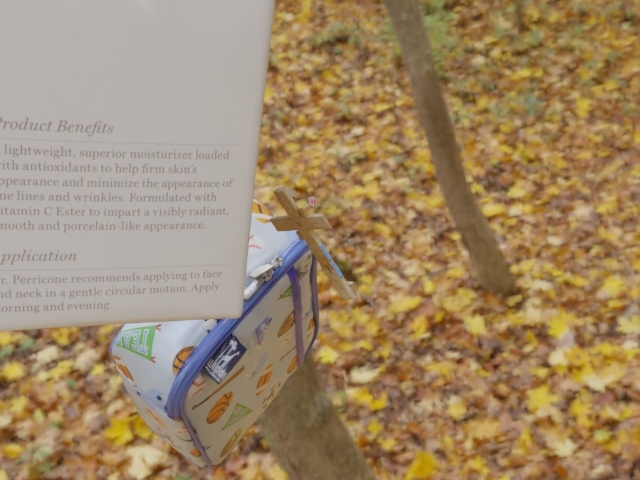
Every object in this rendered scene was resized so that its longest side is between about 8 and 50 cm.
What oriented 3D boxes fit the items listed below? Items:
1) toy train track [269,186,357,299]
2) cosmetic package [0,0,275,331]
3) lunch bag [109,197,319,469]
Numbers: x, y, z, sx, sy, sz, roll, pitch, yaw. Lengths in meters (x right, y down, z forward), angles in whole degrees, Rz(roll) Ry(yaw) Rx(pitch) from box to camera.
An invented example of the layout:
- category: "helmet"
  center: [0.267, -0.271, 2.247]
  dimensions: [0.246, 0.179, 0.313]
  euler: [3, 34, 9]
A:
- category: "toy train track"
  center: [0.000, 0.000, 0.548]
  dimensions: [0.048, 0.083, 0.014]
  euler: [-1, 39, 48]
- category: "cosmetic package"
  center: [-0.128, -0.063, 0.525]
  dimensions: [0.151, 0.183, 0.151]
  euler: [0, 19, -25]
- category: "lunch bag"
  center: [-0.092, 0.101, 0.990]
  dimensions: [0.115, 0.303, 0.243]
  euler: [35, 66, 17]
